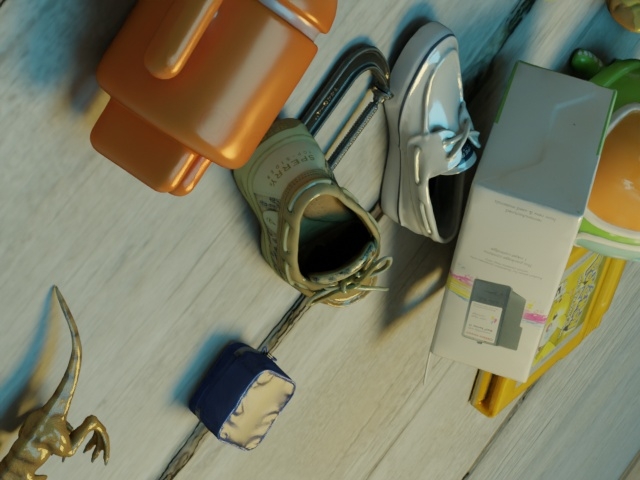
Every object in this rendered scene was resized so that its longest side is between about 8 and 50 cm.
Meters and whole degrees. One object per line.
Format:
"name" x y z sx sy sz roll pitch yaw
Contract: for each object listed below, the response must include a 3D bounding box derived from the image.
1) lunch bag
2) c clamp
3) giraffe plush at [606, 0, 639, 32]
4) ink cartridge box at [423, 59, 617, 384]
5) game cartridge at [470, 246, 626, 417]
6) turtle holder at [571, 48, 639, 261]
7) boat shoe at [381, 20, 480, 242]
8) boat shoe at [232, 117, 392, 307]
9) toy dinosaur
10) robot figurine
"lunch bag" -0.077 0.147 1.368 0.098 0.065 0.067 -55 138 0
"c clamp" 0.019 -0.103 1.300 0.161 0.022 0.137 -57 149 5
"giraffe plush" 0.373 -0.324 1.471 0.170 0.210 0.181 -52 134 -70
"ink cartridge box" 0.214 0.007 1.548 0.353 0.119 0.207 98 12 -49
"game cartridge" 0.355 0.078 2.032 0.323 0.052 0.285 -31 144 -39
"turtle holder" 0.390 -0.072 1.720 0.243 0.227 0.320 -50 153 -12
"boat shoe" 0.120 -0.102 1.391 0.095 0.084 0.258 -41 150 -27
"boat shoe" 0.000 0.000 1.279 0.104 0.089 0.285 -37 149 -1
"toy dinosaur" -0.218 0.150 1.135 0.211 0.064 0.112 -58 153 3
"robot figurine" -0.072 -0.139 0.983 0.158 0.128 0.219 29 96 -43
